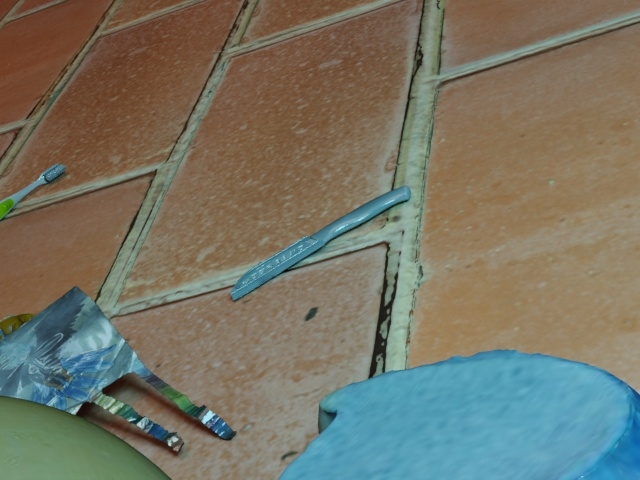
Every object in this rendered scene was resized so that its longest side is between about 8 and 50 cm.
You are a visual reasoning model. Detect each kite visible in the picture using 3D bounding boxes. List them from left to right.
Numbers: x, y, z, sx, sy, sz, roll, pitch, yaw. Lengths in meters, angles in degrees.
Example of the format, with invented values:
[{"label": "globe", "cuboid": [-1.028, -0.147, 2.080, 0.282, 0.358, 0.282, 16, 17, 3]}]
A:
[{"label": "kite", "cuboid": [-0.212, 0.147, 1.094, 0.169, 0.015, 0.310, -41, 40, -19]}]

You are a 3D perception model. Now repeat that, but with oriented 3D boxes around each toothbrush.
[{"label": "toothbrush", "cuboid": [-0.440, -0.027, 1.627, 0.263, 0.022, 0.026, -39, 19, -27]}]

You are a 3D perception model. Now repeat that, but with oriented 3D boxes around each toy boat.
[{"label": "toy boat", "cuboid": [0.084, 0.173, 0.774, 0.330, 0.123, 0.215, -13, 19, 46]}]

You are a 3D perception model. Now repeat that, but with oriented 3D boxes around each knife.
[{"label": "knife", "cuboid": [0.000, -0.001, 1.225, 0.210, 0.015, 0.028, -30, 33, -9]}]

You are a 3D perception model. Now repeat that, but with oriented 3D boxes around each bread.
[{"label": "bread", "cuboid": [-0.301, 0.111, 1.233, 0.072, 0.053, 0.106, -32, 33, -6]}]

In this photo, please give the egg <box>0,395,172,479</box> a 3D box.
[{"label": "egg", "cuboid": [-0.173, 0.240, 0.625, 0.301, 0.301, 0.374, -33, 39, -16]}]
